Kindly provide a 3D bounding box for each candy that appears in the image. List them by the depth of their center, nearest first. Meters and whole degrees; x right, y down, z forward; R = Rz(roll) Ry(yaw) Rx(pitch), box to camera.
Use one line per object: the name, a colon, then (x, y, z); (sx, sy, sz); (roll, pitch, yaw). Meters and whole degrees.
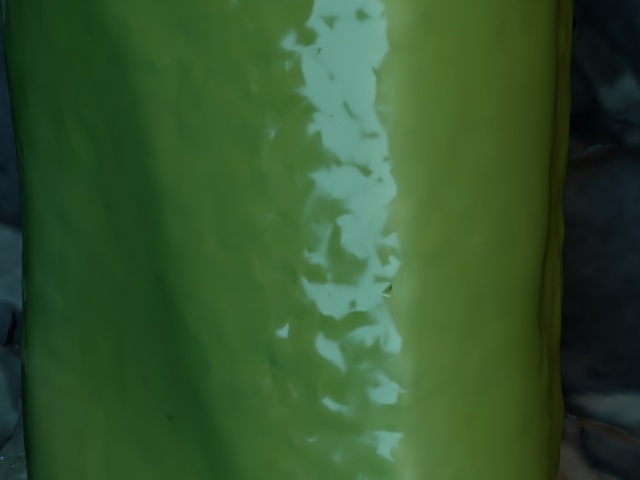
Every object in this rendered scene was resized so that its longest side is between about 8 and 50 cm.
candy: (0.000, 0.000, 0.459); (0.142, 0.132, 0.343); (12, 113, 28)

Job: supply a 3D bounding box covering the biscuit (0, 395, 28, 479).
biscuit: (-0.089, 0.133, 0.626); (0.141, 0.038, 0.290); (43, 117, -9)
